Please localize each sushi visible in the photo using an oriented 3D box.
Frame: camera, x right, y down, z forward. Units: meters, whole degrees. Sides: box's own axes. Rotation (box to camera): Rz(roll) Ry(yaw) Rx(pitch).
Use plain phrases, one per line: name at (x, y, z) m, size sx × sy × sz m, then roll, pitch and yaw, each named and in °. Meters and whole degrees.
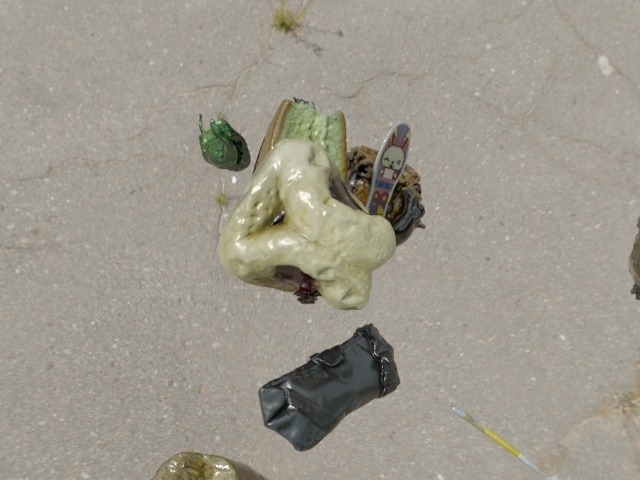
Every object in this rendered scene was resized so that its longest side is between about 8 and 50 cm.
sushi at (0.099, -0.083, 0.939) m, size 0.200 × 0.204 × 0.213 m, roll 36°, pitch 35°, yaw -25°

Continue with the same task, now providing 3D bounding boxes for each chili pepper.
chili pepper at (-0.202, -0.188, 0.974) m, size 0.065 × 0.279 × 0.122 m, roll -28°, pitch 112°, yaw -18°

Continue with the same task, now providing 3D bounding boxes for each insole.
insole at (0.099, -0.089, 0.765) m, size 0.065 × 0.004 × 0.197 m, roll 9°, pitch 103°, yaw -41°

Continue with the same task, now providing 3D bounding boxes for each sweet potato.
sweet potato at (-0.142, 0.479, 0.859) m, size 0.158 × 0.369 × 0.157 m, roll -20°, pitch 46°, yaw 22°

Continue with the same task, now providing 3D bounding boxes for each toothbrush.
toothbrush at (0.401, 0.437, 1.041) m, size 0.288 × 0.021 × 0.024 m, roll 35°, pitch 106°, yaw 8°

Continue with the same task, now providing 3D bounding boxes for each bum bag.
bum bag at (0.021, 0.165, 0.569) m, size 0.198 × 0.049 × 0.087 m, roll -22°, pitch 79°, yaw -36°

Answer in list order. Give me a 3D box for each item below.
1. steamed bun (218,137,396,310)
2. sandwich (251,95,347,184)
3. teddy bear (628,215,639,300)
steamed bun at (0.000, 0.000, 0.526) m, size 0.155 × 0.141 × 0.172 m, roll 32°, pitch 89°, yaw 24°
sandwich at (-0.039, -0.069, 0.691) m, size 0.122 × 0.235 × 0.128 m, roll 1°, pitch 54°, yaw -17°
teddy bear at (0.517, 0.031, 0.721) m, size 0.140 × 0.190 × 0.177 m, roll -35°, pitch 56°, yaw 24°
